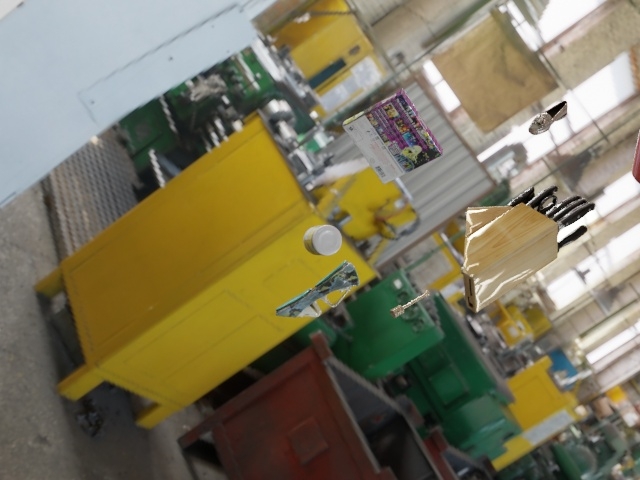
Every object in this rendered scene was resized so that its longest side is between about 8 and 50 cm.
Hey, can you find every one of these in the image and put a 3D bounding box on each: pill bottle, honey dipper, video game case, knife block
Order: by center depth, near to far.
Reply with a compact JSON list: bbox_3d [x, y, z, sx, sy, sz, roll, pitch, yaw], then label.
[{"bbox_3d":[0.391,0.007,1.515,0.276,0.241,0.088,-74,157,-48],"label":"knife block"},{"bbox_3d":[0.000,0.000,1.752,0.065,0.065,0.116,54,-12,-9],"label":"pill bottle"},{"bbox_3d":[0.213,-0.301,2.398,0.232,0.210,0.042,51,30,-23],"label":"video game case"},{"bbox_3d":[0.296,0.205,2.650,0.030,0.160,0.031,41,-35,38],"label":"honey dipper"}]

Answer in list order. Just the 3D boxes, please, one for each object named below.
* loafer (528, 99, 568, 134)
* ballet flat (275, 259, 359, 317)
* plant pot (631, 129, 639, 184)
[{"bbox_3d":[0.540,-0.294,1.932,0.045,0.125,0.039,42,-28,30],"label":"loafer"},{"bbox_3d":[-0.003,0.114,1.605,0.070,0.188,0.070,47,20,-23],"label":"ballet flat"},{"bbox_3d":[0.854,-0.231,1.868,0.274,0.243,0.275,9,31,-6],"label":"plant pot"}]
